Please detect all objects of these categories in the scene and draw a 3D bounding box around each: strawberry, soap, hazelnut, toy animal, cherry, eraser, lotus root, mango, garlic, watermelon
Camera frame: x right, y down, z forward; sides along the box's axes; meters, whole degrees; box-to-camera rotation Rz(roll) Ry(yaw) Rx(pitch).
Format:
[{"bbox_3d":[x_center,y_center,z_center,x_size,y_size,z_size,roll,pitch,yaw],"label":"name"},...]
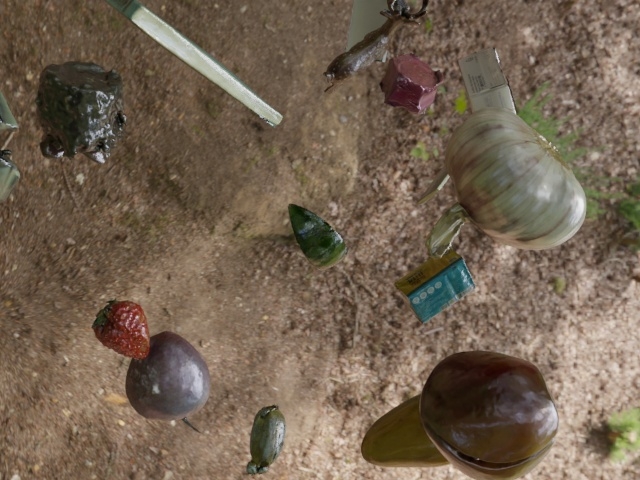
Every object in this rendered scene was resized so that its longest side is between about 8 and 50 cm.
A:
[{"bbox_3d":[-0.460,0.207,1.431,0.148,0.131,0.131,33,69,-20],"label":"strawberry"},{"bbox_3d":[0.277,-0.484,1.870,0.182,0.112,0.289,33,34,12],"label":"soap"},{"bbox_3d":[0.237,0.259,0.894,0.208,0.208,0.208,4,82,-29],"label":"hazelnut"},{"bbox_3d":[0.104,-0.391,1.209,0.087,0.260,0.243,40,88,-8],"label":"toy animal"},{"bbox_3d":[-0.392,0.360,1.542,0.213,0.183,0.266,-4,97,4],"label":"cherry"},{"bbox_3d":[0.119,-0.514,1.454,0.023,0.103,0.151,-20,123,-60],"label":"eraser"},{"bbox_3d":[-0.125,0.462,1.396,0.088,0.088,0.165,24,62,-24],"label":"lotus root"},{"bbox_3d":[0.195,0.353,1.112,0.253,0.138,0.113,-22,133,1],"label":"mango"},{"bbox_3d":[0.265,-0.060,0.942,0.245,0.245,0.253,40,111,-19],"label":"garlic"},{"bbox_3d":[0.009,-0.001,1.167,0.181,0.075,0.092,53,21,-45],"label":"watermelon"}]

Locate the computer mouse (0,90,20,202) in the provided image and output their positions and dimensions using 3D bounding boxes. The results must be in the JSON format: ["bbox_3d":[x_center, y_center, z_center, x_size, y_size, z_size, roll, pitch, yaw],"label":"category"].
[{"bbox_3d":[-0.607,-0.183,0.867,0.428,0.145,0.228,14,115,10],"label":"computer mouse"}]

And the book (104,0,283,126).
[{"bbox_3d":[-0.232,-0.305,0.875,0.031,0.379,0.264,-53,138,7],"label":"book"}]

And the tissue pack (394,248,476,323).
[{"bbox_3d":[0.282,0.110,1.492,0.169,0.082,0.120,-34,126,-1],"label":"tissue pack"}]

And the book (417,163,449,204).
[{"bbox_3d":[0.339,-0.182,1.650,0.014,0.127,0.182,38,69,-3],"label":"book"}]

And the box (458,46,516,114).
[{"bbox_3d":[0.445,-0.333,1.548,0.203,0.106,0.252,-89,154,-48],"label":"box"}]

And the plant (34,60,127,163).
[{"bbox_3d":[-0.532,-0.270,1.330,0.204,0.234,0.178,28,28,6],"label":"plant"}]
